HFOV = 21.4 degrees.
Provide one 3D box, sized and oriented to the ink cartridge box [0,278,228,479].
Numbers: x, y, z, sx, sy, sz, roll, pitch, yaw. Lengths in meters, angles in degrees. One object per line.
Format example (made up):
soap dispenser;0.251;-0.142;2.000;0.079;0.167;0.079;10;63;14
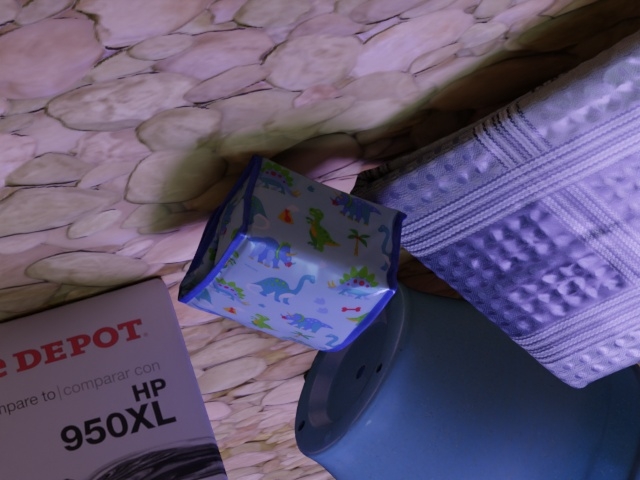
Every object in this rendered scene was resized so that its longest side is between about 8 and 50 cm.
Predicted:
ink cartridge box;-0.204;0.264;1.367;0.285;0.395;0.166;-16;159;-9

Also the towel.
towel;0.235;-0.027;1.278;0.324;0.056;0.312;-27;130;32

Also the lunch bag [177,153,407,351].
lunch bag;-0.024;0.022;1.259;0.129;0.096;0.151;21;139;-12

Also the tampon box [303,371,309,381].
tampon box;0.089;0.162;1.803;0.161;0.101;0.120;-1;153;-42

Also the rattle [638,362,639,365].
rattle;0.462;0.075;2.033;0.200;0.142;0.130;-32;-165;-6

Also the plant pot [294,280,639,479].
plant pot;0.125;0.174;1.583;0.255;0.271;0.271;29;140;-18
